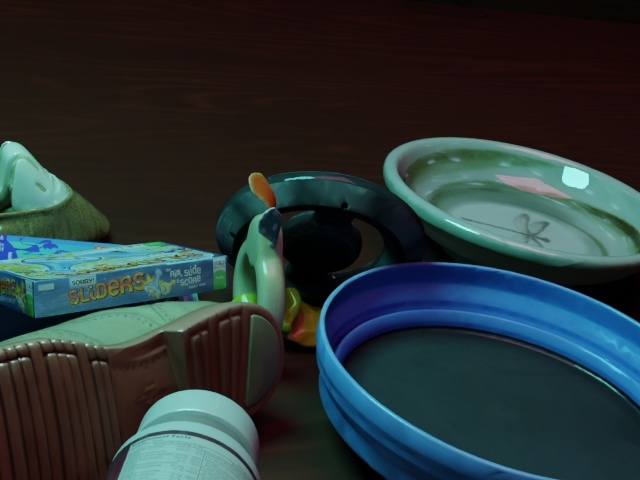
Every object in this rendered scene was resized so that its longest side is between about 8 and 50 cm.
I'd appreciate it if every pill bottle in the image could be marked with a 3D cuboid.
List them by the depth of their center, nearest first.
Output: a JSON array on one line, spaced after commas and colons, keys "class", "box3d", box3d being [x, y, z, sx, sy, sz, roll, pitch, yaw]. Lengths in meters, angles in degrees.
[{"class": "pill bottle", "box3d": [-0.107, 0.209, 0.832, 0.121, 0.121, 0.221, 12, 24, -1]}]

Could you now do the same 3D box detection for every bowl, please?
[{"class": "bowl", "box3d": [0.183, 0.143, 1.093, 0.391, 0.077, 0.391, 11, 24, -5]}]

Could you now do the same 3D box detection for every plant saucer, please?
[{"class": "plant saucer", "box3d": [0.272, -0.023, 1.548, 0.400, 0.100, 0.400, 11, 24, -5]}]

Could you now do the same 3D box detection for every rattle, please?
[{"class": "rattle", "box3d": [-0.019, 0.030, 1.167, 0.143, 0.199, 0.130, 11, 25, -5]}]

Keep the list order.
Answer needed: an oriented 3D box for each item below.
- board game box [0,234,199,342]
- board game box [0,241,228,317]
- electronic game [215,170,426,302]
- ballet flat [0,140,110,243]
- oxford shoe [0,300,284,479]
[{"class": "board game box", "box3d": [-0.237, 0.056, 1.193, 0.210, 0.047, 0.160, 6, 25, -17]}, {"class": "board game box", "box3d": [-0.209, 0.035, 1.098, 0.201, 0.035, 0.136, -8, 11, -38]}, {"class": "electronic game", "box3d": [0.000, 0.000, 1.240, 0.229, 0.229, 0.048, 9, 55, -7]}, {"class": "ballet flat", "box3d": [-0.387, -0.048, 1.253, 0.342, 0.124, 0.116, -3, 29, -31]}, {"class": "oxford shoe", "box3d": [-0.218, 0.136, 0.970, 0.397, 0.140, 0.146, -8, 10, -44]}]
